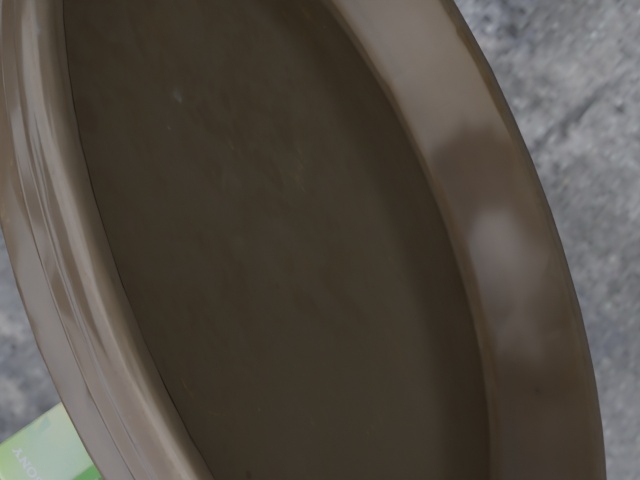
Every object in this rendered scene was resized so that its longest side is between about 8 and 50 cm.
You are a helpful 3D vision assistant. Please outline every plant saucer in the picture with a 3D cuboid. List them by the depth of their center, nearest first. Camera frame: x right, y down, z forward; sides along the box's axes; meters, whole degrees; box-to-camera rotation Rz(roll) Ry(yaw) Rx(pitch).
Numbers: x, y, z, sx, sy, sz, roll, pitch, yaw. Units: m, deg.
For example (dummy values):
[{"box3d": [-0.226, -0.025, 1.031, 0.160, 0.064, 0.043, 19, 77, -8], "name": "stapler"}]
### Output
[{"box3d": [0.000, 0.000, 0.523, 0.041, 0.278, 0.278, -21, 109, 27], "name": "plant saucer"}]

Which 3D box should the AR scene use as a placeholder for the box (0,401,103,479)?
[{"box3d": [-0.075, 0.111, 1.388, 0.058, 0.322, 0.232, 51, 171, 19], "name": "box"}]
